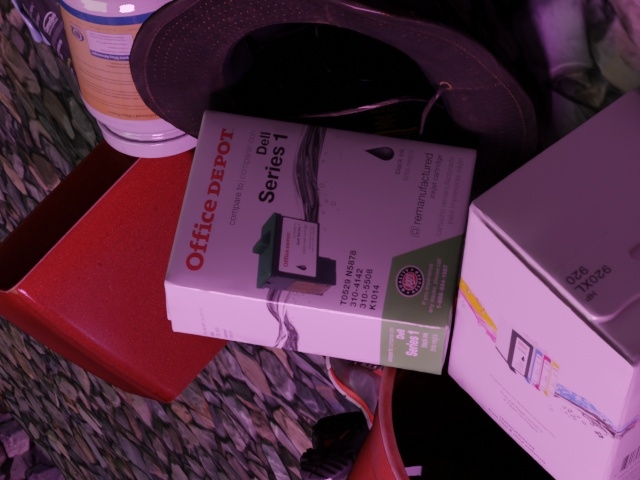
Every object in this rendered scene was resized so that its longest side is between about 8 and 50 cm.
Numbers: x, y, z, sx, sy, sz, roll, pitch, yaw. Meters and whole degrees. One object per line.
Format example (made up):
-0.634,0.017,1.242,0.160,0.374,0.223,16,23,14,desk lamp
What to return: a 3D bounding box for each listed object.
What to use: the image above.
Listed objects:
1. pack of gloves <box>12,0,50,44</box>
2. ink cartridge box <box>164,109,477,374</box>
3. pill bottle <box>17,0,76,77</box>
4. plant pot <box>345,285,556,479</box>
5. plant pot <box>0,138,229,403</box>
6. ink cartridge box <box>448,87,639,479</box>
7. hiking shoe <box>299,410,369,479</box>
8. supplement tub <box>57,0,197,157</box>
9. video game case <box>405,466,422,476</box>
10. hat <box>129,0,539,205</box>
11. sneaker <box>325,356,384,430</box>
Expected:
-0.335,-0.332,2.034,0.232,0.046,0.195,54,-165,-30,pack of gloves
0.000,0.000,1.453,0.219,0.160,0.092,8,155,4,ink cartridge box
-0.257,-0.280,1.932,0.246,0.130,0.130,52,159,10,pill bottle
0.136,0.213,1.573,0.272,0.272,0.265,49,147,13,plant pot
-0.220,0.042,2.194,0.236,0.267,0.267,48,164,-16,plant pot
0.213,0.046,1.364,0.168,0.171,0.233,44,156,24,ink cartridge box
0.033,0.258,2.048,0.086,0.227,0.114,-8,102,19,hiking shoe
-0.165,-0.192,1.765,0.144,0.144,0.200,38,149,38,supplement tub
0.078,0.322,2.059,0.023,0.201,0.183,13,146,-4,video game case
0.022,-0.151,1.473,0.331,0.134,0.331,10,154,5,hat
0.065,0.154,2.039,0.158,0.061,0.065,50,125,39,sneaker
